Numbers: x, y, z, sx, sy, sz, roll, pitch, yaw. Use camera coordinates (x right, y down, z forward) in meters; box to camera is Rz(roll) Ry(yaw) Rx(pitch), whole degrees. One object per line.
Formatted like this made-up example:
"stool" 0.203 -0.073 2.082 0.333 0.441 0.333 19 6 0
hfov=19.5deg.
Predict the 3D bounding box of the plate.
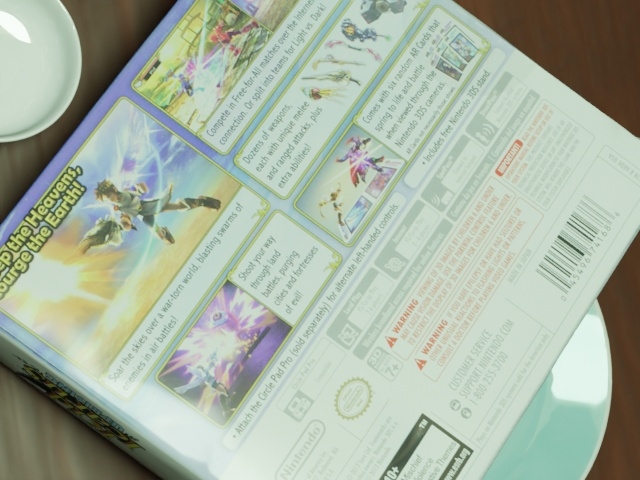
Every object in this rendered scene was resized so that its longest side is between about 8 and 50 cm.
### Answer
"plate" 0.065 0.066 0.950 0.188 0.024 0.188 3 82 -24

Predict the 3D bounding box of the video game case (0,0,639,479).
"video game case" 0.000 0.000 0.883 0.244 0.061 0.269 37 69 -4

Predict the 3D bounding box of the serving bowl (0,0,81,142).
"serving bowl" -0.154 -0.084 0.865 0.083 0.027 0.083 3 82 -24
